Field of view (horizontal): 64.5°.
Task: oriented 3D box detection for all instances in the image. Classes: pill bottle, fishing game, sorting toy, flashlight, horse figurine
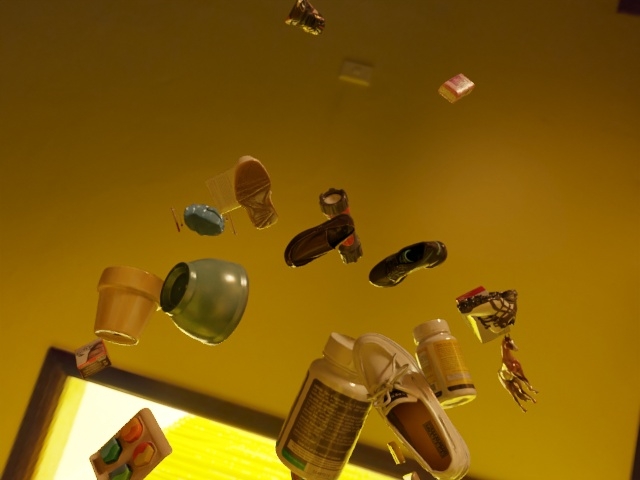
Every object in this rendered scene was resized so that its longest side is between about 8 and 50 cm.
[{"bbox_3d":[0.032,0.455,1.401,0.204,0.204,0.361,9,-75,-84],"label":"pill bottle"},{"bbox_3d":[-0.488,-0.082,2.119,0.041,0.264,0.189,-56,48,38],"label":"fishing game"},{"bbox_3d":[-0.534,0.593,1.411,0.208,0.193,0.038,-41,-44,-13],"label":"sorting toy"},{"bbox_3d":[0.318,0.322,1.332,0.119,0.119,0.208,97,163,-57],"label":"pill bottle"},{"bbox_3d":[0.077,-0.041,1.799,0.103,0.103,0.304,-96,-9,-49],"label":"flashlight"},{"bbox_3d":[0.618,0.434,1.606,0.174,0.066,0.263,60,174,41],"label":"horse figurine"},{"bbox_3d":[0.277,0.692,1.388,0.229,0.041,0.307,80,164,-64],"label":"sorting toy"}]

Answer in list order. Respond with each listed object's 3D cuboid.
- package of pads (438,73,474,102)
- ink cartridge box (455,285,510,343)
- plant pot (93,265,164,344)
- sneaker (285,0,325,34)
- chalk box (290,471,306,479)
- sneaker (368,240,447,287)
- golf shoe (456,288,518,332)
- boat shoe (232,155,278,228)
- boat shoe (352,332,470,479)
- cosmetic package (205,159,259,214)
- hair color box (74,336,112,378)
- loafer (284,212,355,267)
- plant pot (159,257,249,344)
[{"bbox_3d":[0.320,-0.359,1.195,0.083,0.050,0.032,-36,-15,-34],"label":"package of pads"},{"bbox_3d":[0.647,0.295,2.021,0.176,0.127,0.128,-118,3,-63],"label":"ink cartridge box"},{"bbox_3d":[-0.735,0.257,1.923,0.254,0.254,0.239,96,-178,-60],"label":"plant pot"},{"bbox_3d":[-0.025,-0.524,1.195,0.072,0.077,0.178,-56,3,25],"label":"sneaker"},{"bbox_3d":[-0.039,0.830,1.950,0.132,0.132,0.213,2,101,58],"label":"chalk box"},{"bbox_3d":[0.243,0.062,1.524,0.106,0.267,0.101,16,-128,-49],"label":"sneaker"},{"bbox_3d":[0.380,0.162,1.124,0.077,0.198,0.094,-12,82,52],"label":"golf shoe"},{"bbox_3d":[-0.182,-0.138,1.338,0.277,0.098,0.096,83,164,-59],"label":"boat shoe"},{"bbox_3d":[0.165,0.337,1.078,0.136,0.367,0.156,-38,-35,8],"label":"boat shoe"},{"bbox_3d":[-0.326,-0.214,2.027,0.151,0.183,0.151,-34,-76,-62],"label":"cosmetic package"},{"bbox_3d":[-0.748,0.383,1.666,0.167,0.093,0.053,16,129,60],"label":"hair color box"},{"bbox_3d":[0.000,0.000,1.357,0.220,0.080,0.078,-35,19,-6],"label":"loafer"},{"bbox_3d":[-0.404,0.182,1.687,0.196,0.293,0.293,27,-106,-40],"label":"plant pot"}]
